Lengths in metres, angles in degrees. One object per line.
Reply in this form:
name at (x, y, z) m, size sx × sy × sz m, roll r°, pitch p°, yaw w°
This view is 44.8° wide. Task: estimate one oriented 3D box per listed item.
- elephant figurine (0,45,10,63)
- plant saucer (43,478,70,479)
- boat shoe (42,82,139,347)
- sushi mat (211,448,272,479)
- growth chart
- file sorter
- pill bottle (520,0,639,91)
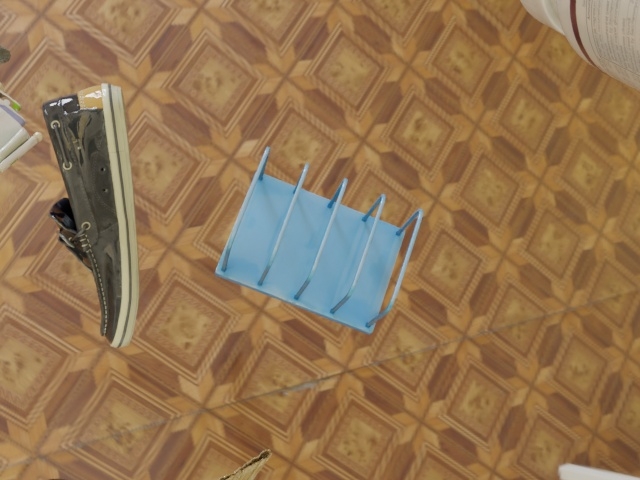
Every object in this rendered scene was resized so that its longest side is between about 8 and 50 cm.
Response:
elephant figurine at (-0.782, -0.387, 1.576) m, size 0.186 × 0.169 × 0.239 m, roll -39°, pitch 124°, yaw 4°
plant saucer at (-0.473, 0.518, 1.351) m, size 0.198 × 0.036 × 0.199 m, roll -4°, pitch 96°, yaw -42°
boat shoe at (-0.419, -0.036, 1.441) m, size 0.155 × 0.187 × 0.501 m, roll -6°, pitch 110°, yaw -14°
sushi mat at (-0.198, 0.489, 1.373) m, size 0.151 × 0.317 × 0.019 m, roll -15°, pitch 54°, yaw -47°
growth chart at (-0.553, -0.216, 1.232) m, size 0.237 × 0.021 × 0.172 m, roll 45°, pitch 33°, yaw -9°
file sorter at (0.000, 0.000, 0.758) m, size 0.170 × 0.104 × 0.118 m, roll 22°, pitch 71°, yaw -4°
pill bottle at (0.199, -0.128, 0.393) m, size 0.121 × 0.221 × 0.121 m, roll -11°, pitch 124°, yaw -16°
